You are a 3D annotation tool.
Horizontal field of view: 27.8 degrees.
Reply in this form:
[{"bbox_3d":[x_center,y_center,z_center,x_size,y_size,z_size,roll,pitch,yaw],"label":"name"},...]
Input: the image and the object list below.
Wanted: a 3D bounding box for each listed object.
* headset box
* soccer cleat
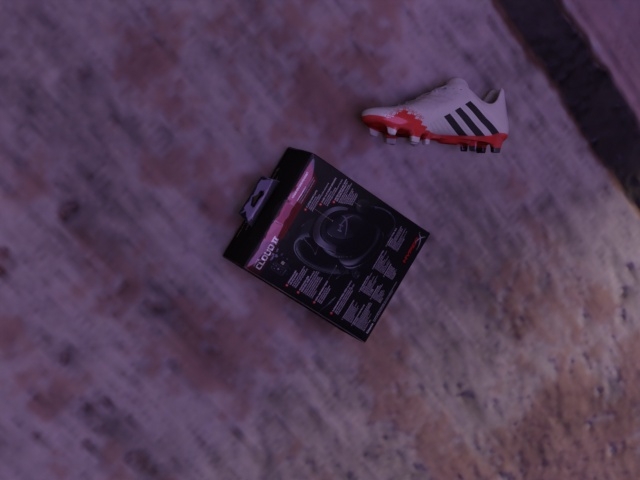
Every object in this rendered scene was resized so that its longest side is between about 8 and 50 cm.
[{"bbox_3d":[0.000,0.000,0.607,0.083,0.032,0.062,32,85,-25],"label":"headset box"},{"bbox_3d":[0.056,-0.063,0.625,0.083,0.029,0.036,5,89,-28],"label":"soccer cleat"}]
